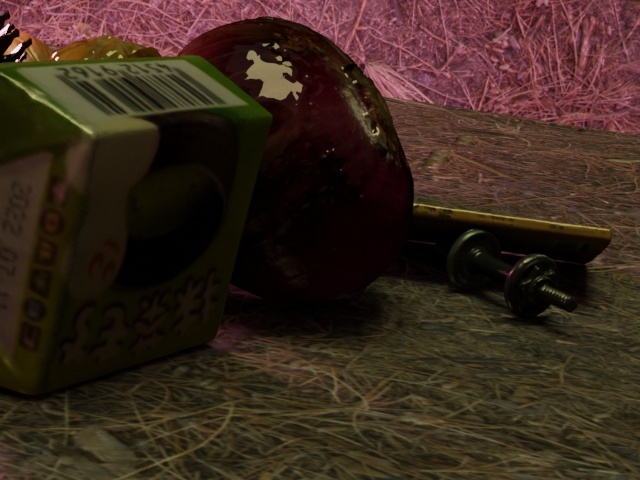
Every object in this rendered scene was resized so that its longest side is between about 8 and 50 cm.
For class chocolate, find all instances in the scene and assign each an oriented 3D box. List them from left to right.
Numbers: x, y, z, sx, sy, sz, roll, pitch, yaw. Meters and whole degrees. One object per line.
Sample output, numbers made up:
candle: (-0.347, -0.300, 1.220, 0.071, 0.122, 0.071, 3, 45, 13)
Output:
chocolate: (-0.196, -0.016, 1.291, 0.137, 0.288, 0.301, 27, 22, 29)

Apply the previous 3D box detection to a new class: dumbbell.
dumbbell: (0.220, 0.039, 1.681, 0.082, 0.081, 0.254, -2, 17, -32)

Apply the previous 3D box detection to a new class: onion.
onion: (-0.088, -0.060, 1.581, 0.385, 0.347, 0.348, -29, 4, 17)

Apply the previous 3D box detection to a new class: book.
book: (0.177, -0.017, 1.845, 0.389, 0.032, 0.269, 8, -6, 4)

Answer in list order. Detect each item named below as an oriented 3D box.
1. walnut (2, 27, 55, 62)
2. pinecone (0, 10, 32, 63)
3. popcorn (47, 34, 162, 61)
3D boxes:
walnut: (-0.523, -0.258, 2.324, 0.193, 0.193, 0.226, -7, 27, -46)
pinecone: (-0.503, -0.228, 1.998, 0.246, 0.292, 0.246, -21, 10, 4)
popcorn: (-0.270, -0.162, 1.884, 0.265, 0.225, 0.332, 34, 10, -37)
